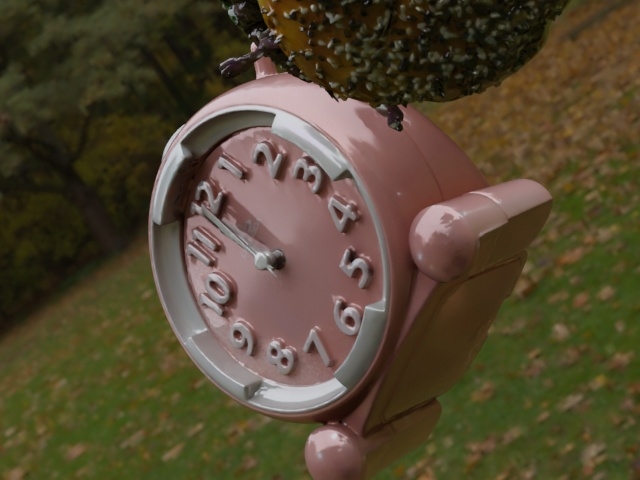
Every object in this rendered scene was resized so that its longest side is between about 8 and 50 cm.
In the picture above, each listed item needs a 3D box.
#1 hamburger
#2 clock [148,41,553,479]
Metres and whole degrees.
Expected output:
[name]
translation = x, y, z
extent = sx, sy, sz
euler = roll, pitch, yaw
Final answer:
[hamburger]
translation = 0.041, -0.129, 0.550
extent = 0.189, 0.164, 0.093
euler = -62, 26, 27
[clock]
translation = 0.000, 0.000, 0.894
extent = 0.142, 0.241, 0.227
euler = -21, -38, -52
